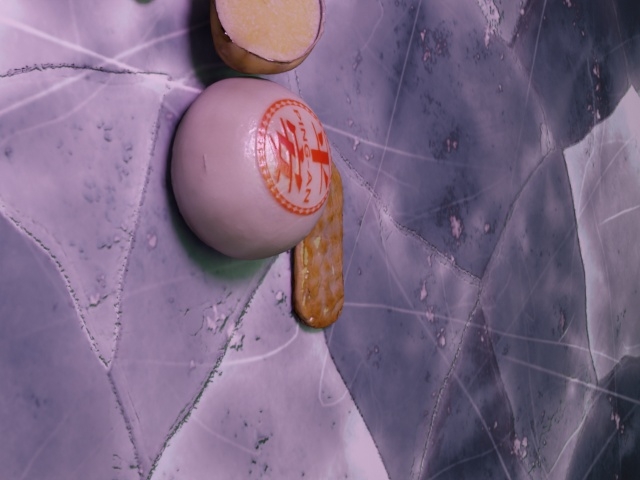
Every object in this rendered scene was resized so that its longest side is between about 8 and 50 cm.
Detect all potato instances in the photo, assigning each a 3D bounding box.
[{"bbox_3d":[-0.083,-0.287,1.443,0.164,0.081,0.200,20,55,-23],"label":"potato"}]

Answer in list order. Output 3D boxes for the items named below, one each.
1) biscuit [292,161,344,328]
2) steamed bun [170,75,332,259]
[{"bbox_3d":[0.000,0.000,1.606,0.118,0.029,0.247,0,89,-54],"label":"biscuit"},{"bbox_3d":[-0.068,-0.091,1.422,0.232,0.145,0.231,2,88,-53],"label":"steamed bun"}]
